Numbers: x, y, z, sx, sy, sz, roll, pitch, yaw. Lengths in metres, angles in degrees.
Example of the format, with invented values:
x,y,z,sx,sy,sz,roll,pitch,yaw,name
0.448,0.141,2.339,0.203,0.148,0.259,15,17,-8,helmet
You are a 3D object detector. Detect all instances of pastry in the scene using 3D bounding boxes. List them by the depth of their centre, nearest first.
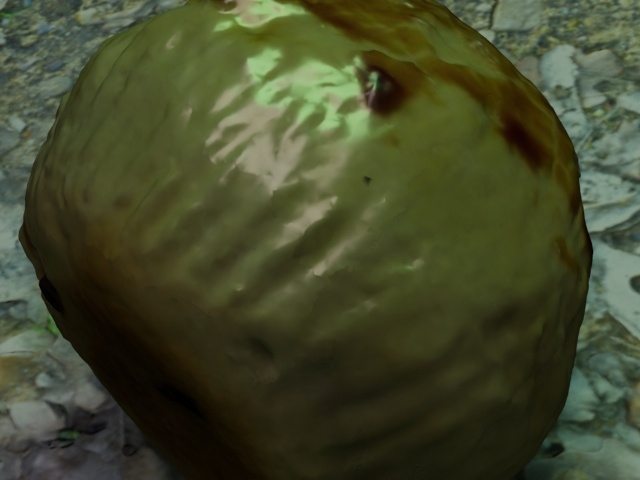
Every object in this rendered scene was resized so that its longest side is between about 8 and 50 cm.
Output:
x,y,z,sx,sy,sz,roll,pitch,yaw,name
0.000,0.000,1.300,0.312,0.388,0.388,-39,47,-19,pastry
